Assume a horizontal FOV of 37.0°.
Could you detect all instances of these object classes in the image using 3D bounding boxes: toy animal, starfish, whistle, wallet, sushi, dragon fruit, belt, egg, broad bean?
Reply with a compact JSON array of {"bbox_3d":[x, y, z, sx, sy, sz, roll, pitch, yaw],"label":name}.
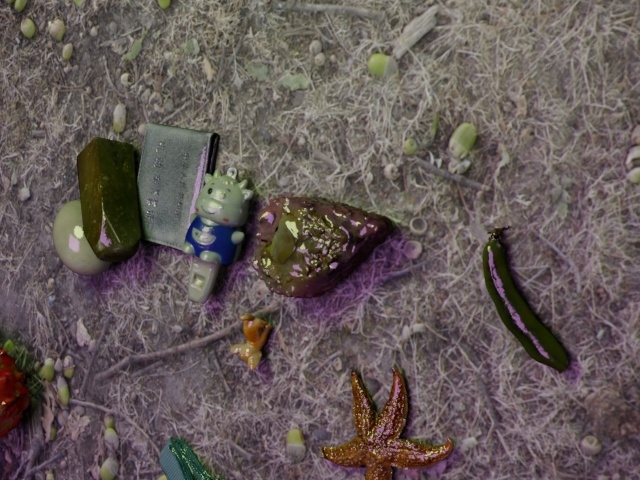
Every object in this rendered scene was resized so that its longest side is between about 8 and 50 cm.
[{"bbox_3d":[-0.119,0.169,1.605,0.060,0.081,0.083,22,82,28],"label":"toy animal"},{"bbox_3d":[0.094,0.310,1.485,0.240,0.043,0.227,-5,89,30],"label":"starfish"},{"bbox_3d":[-0.181,-0.009,1.629,0.110,0.092,0.244,23,102,20],"label":"whistle"},{"bbox_3d":[-0.265,-0.095,1.716,0.167,0.036,0.222,14,98,32],"label":"wallet"},{"bbox_3d":[-0.004,0.019,1.510,0.241,0.107,0.161,13,101,32],"label":"sushi"},{"bbox_3d":[-0.704,0.283,1.908,0.210,0.205,0.268,-41,72,34],"label":"dragon fruit"},{"bbox_3d":[-0.218,0.420,1.679,0.179,0.100,0.065,50,117,39],"label":"belt"},{"bbox_3d":[-0.441,-0.006,1.785,0.114,0.114,0.152,-37,66,28],"label":"egg"},{"bbox_3d":[0.281,0.089,1.362,0.069,0.039,0.227,-28,75,24],"label":"broad bean"}]

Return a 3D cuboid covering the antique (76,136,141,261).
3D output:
[{"bbox_3d":[-0.381,-0.069,1.730,0.081,0.080,0.221,-34,58,43],"label":"antique"}]
